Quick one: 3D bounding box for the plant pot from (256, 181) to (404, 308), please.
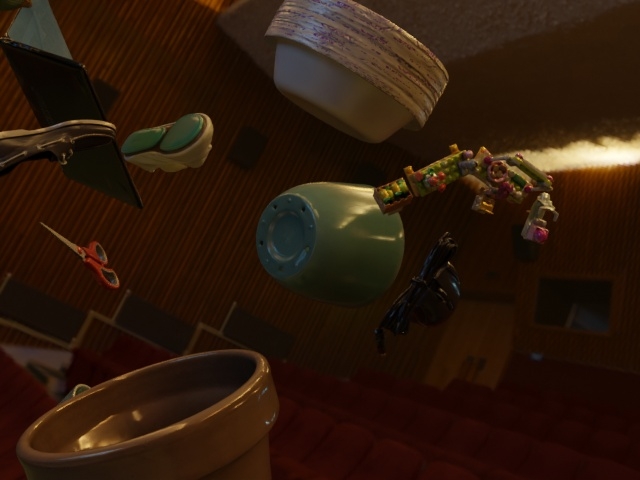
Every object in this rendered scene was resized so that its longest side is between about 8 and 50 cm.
[{"bbox_3d":[0.000,0.000,1.689,0.293,0.292,0.235,13,3,43],"label":"plant pot"}]

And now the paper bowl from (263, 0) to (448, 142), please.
[{"bbox_3d":[0.042,-0.256,1.177,0.284,0.148,0.284,29,3,-2],"label":"paper bowl"}]

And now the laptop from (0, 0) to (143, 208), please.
[{"bbox_3d":[-0.530,-0.336,1.726,0.408,0.236,0.381,22,-36,29],"label":"laptop"}]

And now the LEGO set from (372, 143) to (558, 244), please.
[{"bbox_3d":[0.228,-0.080,1.107,0.287,0.132,0.107,10,1,-16],"label":"LEGO set"}]

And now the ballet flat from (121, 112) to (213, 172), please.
[{"bbox_3d":[-0.370,-0.241,1.971,0.400,0.139,0.139,-2,-29,48],"label":"ballet flat"}]

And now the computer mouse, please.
[{"bbox_3d":[0.153,0.110,1.129,0.060,0.184,0.262,34,-14,16],"label":"computer mouse"}]

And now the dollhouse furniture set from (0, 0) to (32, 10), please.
[{"bbox_3d":[-0.732,-0.433,1.462,0.302,0.151,0.197,10,17,12],"label":"dollhouse furniture set"}]

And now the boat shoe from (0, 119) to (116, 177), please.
[{"bbox_3d":[-0.419,-0.140,1.189,0.206,0.064,0.075,-12,-16,-24],"label":"boat shoe"}]

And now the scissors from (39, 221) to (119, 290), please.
[{"bbox_3d":[-0.441,0.034,1.415,0.297,0.021,0.109,74,-8,-80],"label":"scissors"}]

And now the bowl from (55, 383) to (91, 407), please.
[{"bbox_3d":[-0.578,0.520,1.818,0.311,0.163,0.311,61,-2,4],"label":"bowl"}]

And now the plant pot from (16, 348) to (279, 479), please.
[{"bbox_3d":[-0.150,0.264,0.786,0.263,0.229,0.263,-14,9,2],"label":"plant pot"}]
